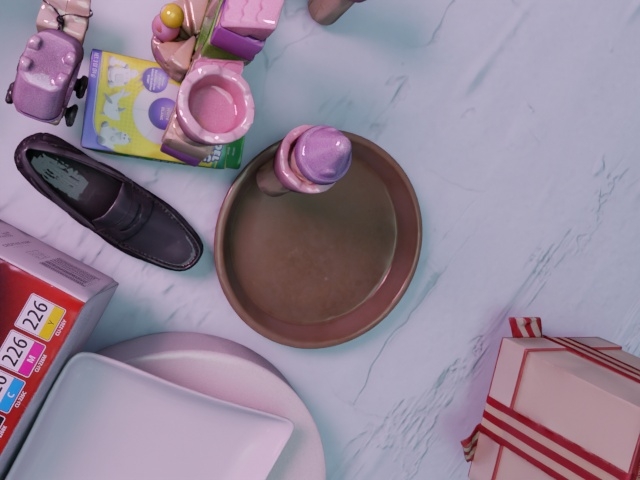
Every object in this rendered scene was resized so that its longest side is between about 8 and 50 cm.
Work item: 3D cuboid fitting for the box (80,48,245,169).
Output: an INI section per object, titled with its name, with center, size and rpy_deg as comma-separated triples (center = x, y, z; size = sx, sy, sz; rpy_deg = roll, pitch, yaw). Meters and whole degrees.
[box]
center = -0.166, -0.139, 0.662
size = 0.179, 0.043, 0.105
rpy_deg = 6, 98, -24

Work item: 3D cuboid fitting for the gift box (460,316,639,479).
[gift box]
center = 0.358, 0.260, 0.825
size = 0.276, 0.258, 0.255
rpy_deg = 11, 97, -30

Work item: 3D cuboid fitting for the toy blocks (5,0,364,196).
[toy blocks]
center = -0.083, -0.213, 0.527
size = 0.308, 0.260, 0.289
rpy_deg = 19, 80, -21

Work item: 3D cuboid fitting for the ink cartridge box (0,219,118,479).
[ink cartridge box]
center = -0.393, 0.116, 0.547
size = 0.271, 0.130, 0.310
rpy_deg = 29, 90, -7

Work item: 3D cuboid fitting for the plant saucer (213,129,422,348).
[plant saucer]
center = 0.000, 0.000, 0.755
size = 0.277, 0.041, 0.278
rpy_deg = -4, 102, -21

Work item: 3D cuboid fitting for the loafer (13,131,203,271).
[loafer]
center = -0.222, -0.033, 0.642
size = 0.223, 0.078, 0.076
rpy_deg = 37, 87, -23

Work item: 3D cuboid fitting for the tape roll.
[tape roll]
center = -0.185, 0.305, 0.731
size = 0.391, 0.072, 0.393
rpy_deg = -4, 103, -19

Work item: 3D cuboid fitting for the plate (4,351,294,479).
[plate]
center = -0.201, 0.271, 0.636
size = 0.277, 0.045, 0.278
rpy_deg = 30, 89, -35
